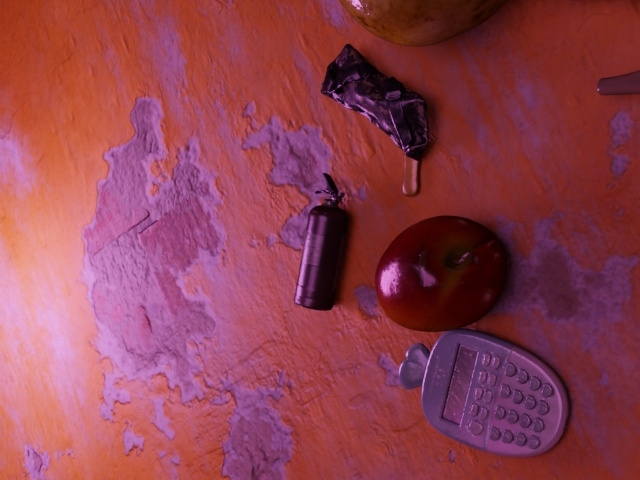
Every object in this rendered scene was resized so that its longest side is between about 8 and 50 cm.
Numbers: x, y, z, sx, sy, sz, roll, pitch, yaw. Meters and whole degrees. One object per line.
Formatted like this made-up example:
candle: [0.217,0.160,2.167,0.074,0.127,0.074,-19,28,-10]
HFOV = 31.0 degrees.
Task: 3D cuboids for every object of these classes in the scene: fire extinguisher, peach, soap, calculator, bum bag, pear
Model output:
fire extinguisher: [0.000,0.000,2.005,0.099,0.071,0.231,23,105,62]
peach: [0.189,0.055,1.829,0.190,0.226,0.196,31,71,-1]
soap: [0.151,-0.117,1.920,0.034,0.012,0.089,7,96,35]
calculator: [0.257,0.239,1.838,0.295,0.042,0.184,19,102,31]
bum bag: [0.095,-0.236,1.922,0.248,0.069,0.102,39,112,27]
pear: [0.145,-0.442,1.748,0.304,0.304,0.304,1,92,36]

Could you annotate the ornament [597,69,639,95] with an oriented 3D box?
ornament: [0.493,-0.316,1.593,0.245,0.061,0.230,5,99,51]
